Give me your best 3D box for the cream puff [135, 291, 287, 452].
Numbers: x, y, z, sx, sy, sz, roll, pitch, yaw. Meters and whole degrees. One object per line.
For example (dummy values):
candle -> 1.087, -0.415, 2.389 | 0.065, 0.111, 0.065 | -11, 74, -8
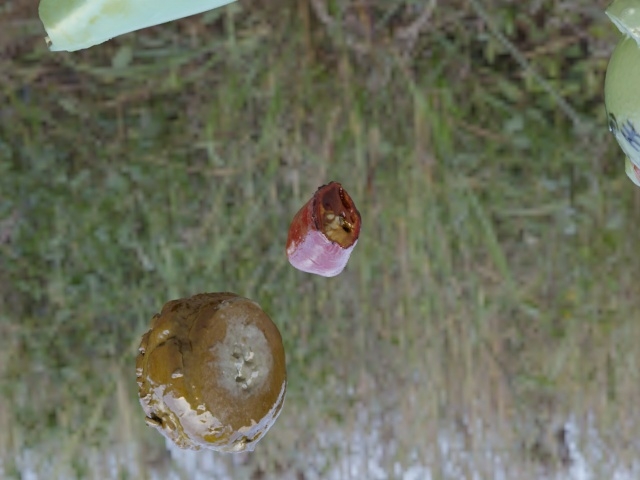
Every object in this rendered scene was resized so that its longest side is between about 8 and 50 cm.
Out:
cream puff -> -0.095, 0.110, 1.287 | 0.126, 0.144, 0.103 | 31, 152, -34

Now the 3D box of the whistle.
whistle -> 0.234, -0.065, 0.912 | 0.131, 0.106, 0.288 | 51, -173, 21

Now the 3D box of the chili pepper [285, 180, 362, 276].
chili pepper -> 0.000, 0.000, 1.809 | 0.086, 0.084, 0.192 | -53, 178, -24

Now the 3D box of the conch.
conch -> -0.145, -0.275, 1.425 | 0.251, 0.143, 0.137 | -14, -177, 26
